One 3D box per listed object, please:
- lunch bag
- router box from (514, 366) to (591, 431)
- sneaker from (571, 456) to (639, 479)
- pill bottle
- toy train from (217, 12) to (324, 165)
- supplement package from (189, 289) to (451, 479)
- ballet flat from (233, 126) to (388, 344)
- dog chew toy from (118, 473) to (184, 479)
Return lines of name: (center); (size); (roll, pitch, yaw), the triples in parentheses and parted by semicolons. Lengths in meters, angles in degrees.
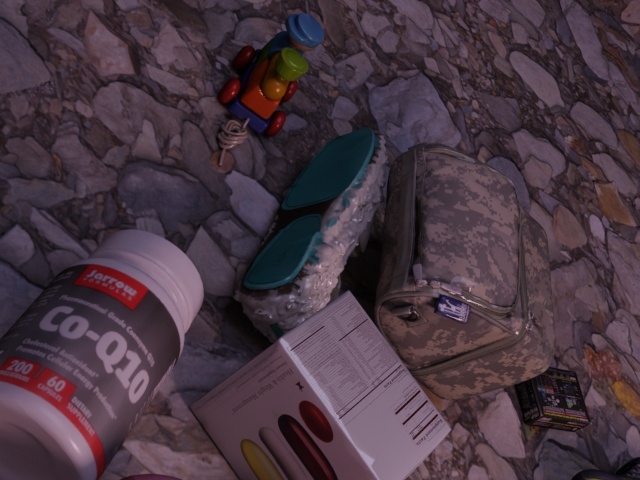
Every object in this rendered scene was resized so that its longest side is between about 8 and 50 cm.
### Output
lunch bag: (0.185, 0.040, 1.442); (0.256, 0.212, 0.305); (43, 39, -35)
router box: (0.366, 0.249, 1.625); (0.122, 0.038, 0.092); (15, 51, -35)
sneaker: (0.480, 0.394, 1.588); (0.300, 0.111, 0.121); (25, 36, -36)
pill bottle: (-0.240, 0.120, 1.062); (0.161, 0.161, 0.283); (42, 41, -10)
toy train: (-0.072, -0.221, 1.492); (0.105, 0.143, 0.248); (35, 42, -18)
supplement package: (-0.003, 0.207, 1.192); (0.203, 0.194, 0.149); (54, 40, 4)
ballet flat: (0.000, 0.000, 1.431); (0.147, 0.147, 0.409); (42, 43, -10)
dog chew toy: (-0.121, 0.385, 0.956); (0.332, 0.206, 0.206); (56, 39, -7)
